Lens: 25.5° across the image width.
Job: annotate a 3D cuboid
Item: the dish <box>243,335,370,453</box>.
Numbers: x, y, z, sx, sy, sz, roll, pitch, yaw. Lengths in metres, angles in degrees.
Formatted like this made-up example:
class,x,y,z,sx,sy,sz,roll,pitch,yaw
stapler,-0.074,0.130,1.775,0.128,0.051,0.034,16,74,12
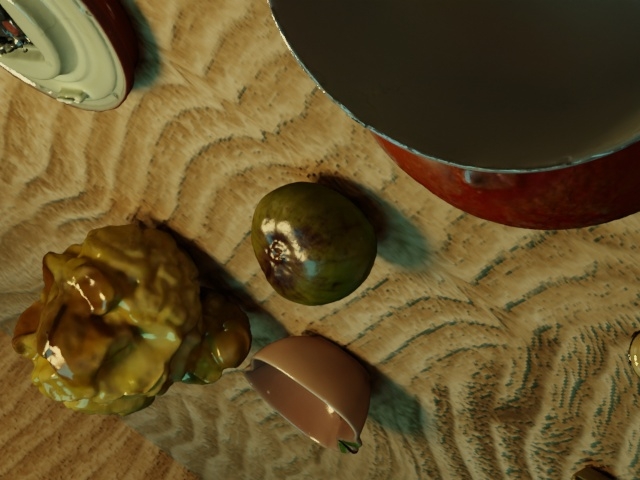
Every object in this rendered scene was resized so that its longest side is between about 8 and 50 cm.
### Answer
class,x,y,z,sx,sy,sz,roll,pitch,yaw
dish,-0.001,0.201,1.965,0.213,0.090,0.213,33,158,15

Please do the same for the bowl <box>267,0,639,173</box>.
class,x,y,z,sx,sy,sz,roll,pitch,yaw
bowl,0.114,-0.193,0.799,0.287,0.144,0.286,7,112,17

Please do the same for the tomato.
class,x,y,z,sx,sy,sz,roll,pitch,yaw
tomato,0.138,-0.099,1.014,0.309,0.170,0.309,32,158,14

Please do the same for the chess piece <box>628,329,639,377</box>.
class,x,y,z,sx,sy,sz,roll,pitch,yaw
chess piece,0.348,0.095,1.264,0.060,0.060,0.172,41,156,-11

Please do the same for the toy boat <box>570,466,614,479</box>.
class,x,y,z,sx,sy,sz,roll,pitch,yaw
toy boat,0.336,0.350,1.778,0.057,0.077,0.200,25,156,24

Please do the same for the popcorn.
class,x,y,z,sx,sy,sz,roll,pitch,yaw
popcorn,-0.259,0.107,1.965,0.332,0.264,0.225,0,-174,-13

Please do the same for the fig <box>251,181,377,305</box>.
class,x,y,z,sx,sy,sz,roll,pitch,yaw
fig,-0.008,0.005,1.521,0.136,0.120,0.153,30,159,28

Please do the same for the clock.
class,x,y,z,sx,sy,sz,roll,pitch,yaw
clock,-0.336,-0.255,1.536,0.318,0.080,0.318,31,159,13
